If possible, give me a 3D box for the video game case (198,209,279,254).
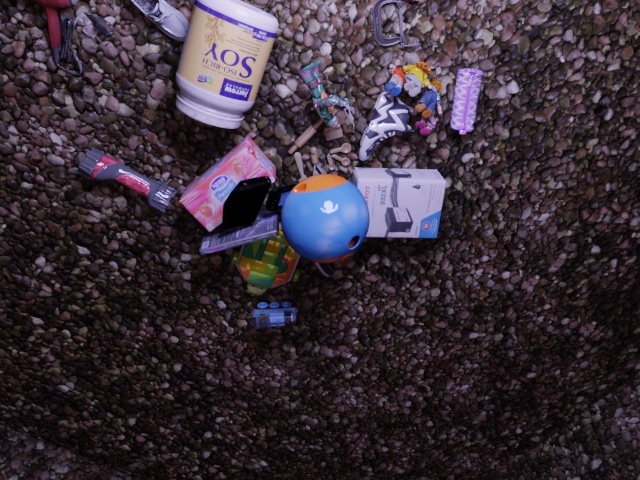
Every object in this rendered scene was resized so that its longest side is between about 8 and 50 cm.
[{"bbox_3d":[-0.279,-0.038,1.680,0.274,0.196,0.026,-14,119,3],"label":"video game case"}]

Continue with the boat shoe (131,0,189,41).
[{"bbox_3d":[-0.478,-0.668,1.397,0.227,0.081,0.079,38,109,-21],"label":"boat shoe"}]

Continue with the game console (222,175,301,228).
[{"bbox_3d":[-0.156,-0.145,1.597,0.361,0.044,0.213,-18,156,-33],"label":"game console"}]

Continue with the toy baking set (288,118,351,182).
[{"bbox_3d":[-0.008,-0.291,1.659,0.256,0.030,0.197,-38,114,15],"label":"toy baking set"}]

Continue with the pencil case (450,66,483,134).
[{"bbox_3d":[0.479,-0.461,1.573,0.086,0.088,0.206,-1,119,-1],"label":"pencil case"}]

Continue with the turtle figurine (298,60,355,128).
[{"bbox_3d":[0.022,-0.442,1.511,0.118,0.175,0.234,-28,104,13],"label":"turtle figurine"}]

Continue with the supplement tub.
[{"bbox_3d":[-0.282,-0.523,1.399,0.241,0.241,0.331,18,115,-13],"label":"supplement tub"}]

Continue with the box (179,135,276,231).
[{"bbox_3d":[-0.311,-0.193,1.626,0.300,0.142,0.154,-35,114,14],"label":"box"}]

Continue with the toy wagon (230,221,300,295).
[{"bbox_3d":[-0.202,0.085,1.823,0.267,0.068,0.344,18,115,-13],"label":"toy wagon"}]

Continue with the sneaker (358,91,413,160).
[{"bbox_3d":[0.229,-0.360,1.604,0.153,0.094,0.235,20,105,-5],"label":"sneaker"}]

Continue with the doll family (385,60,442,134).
[{"bbox_3d":[0.329,-0.475,1.522,0.118,0.163,0.263,-21,122,42],"label":"doll family"}]

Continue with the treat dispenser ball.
[{"bbox_3d":[0.015,-0.070,1.551,0.288,0.288,0.288,-2,118,-3],"label":"treat dispenser ball"}]

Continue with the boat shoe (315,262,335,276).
[{"bbox_3d":[0.000,0.000,1.768,0.091,0.114,0.303,-21,118,13],"label":"boat shoe"}]

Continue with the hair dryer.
[{"bbox_3d":[-0.778,-0.646,1.388,0.223,0.080,0.293,-37,114,15],"label":"hair dryer"}]

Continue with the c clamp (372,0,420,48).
[{"bbox_3d":[0.230,-0.672,1.484,0.137,0.022,0.161,-12,120,8],"label":"c clamp"}]

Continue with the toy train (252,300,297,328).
[{"bbox_3d":[-0.183,0.299,1.916,0.184,0.105,0.080,-2,118,-3],"label":"toy train"}]

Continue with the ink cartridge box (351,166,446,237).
[{"bbox_3d":[0.266,-0.133,1.707,0.307,0.129,0.223,1,118,-4],"label":"ink cartridge box"}]

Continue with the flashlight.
[{"bbox_3d":[-0.652,-0.195,1.623,0.304,0.103,0.103,31,110,-18],"label":"flashlight"}]
